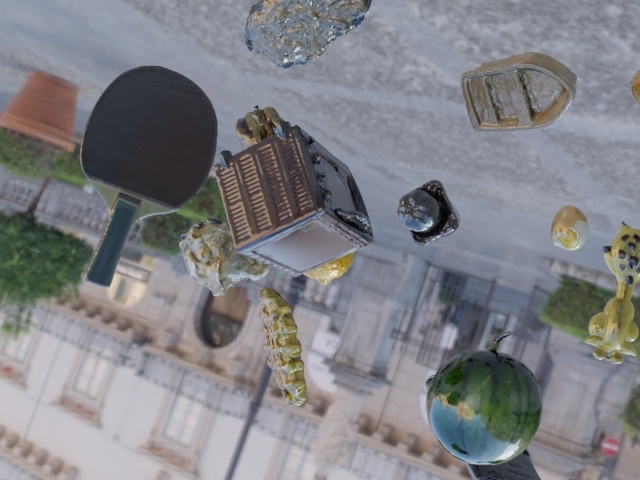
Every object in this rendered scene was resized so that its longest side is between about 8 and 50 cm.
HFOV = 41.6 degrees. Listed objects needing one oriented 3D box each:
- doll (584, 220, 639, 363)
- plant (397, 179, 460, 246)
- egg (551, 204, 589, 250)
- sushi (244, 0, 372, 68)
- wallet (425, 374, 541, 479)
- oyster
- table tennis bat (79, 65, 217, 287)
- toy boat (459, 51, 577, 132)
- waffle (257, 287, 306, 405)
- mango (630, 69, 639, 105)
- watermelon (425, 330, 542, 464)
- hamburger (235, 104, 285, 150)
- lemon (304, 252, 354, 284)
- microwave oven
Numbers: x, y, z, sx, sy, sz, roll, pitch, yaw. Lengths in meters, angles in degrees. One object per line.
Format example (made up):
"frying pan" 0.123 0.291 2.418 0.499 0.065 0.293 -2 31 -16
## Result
"doll" 0.623 0.108 1.734 0.117 0.291 0.086 12 179 15
"plant" 0.314 -0.075 2.393 0.142 0.164 0.256 -28 163 24
"egg" 0.472 -0.024 1.591 0.071 0.083 0.071 2 -170 0
"sushi" -0.017 -0.525 1.847 0.211 0.350 0.170 41 -150 -21
"wallet" 0.335 0.393 1.714 0.173 0.045 0.318 16 -156 -19
"oyster" -0.202 0.037 1.781 0.191 0.163 0.081 4 -176 -11
"table tennis bat" -0.239 -0.082 1.110 0.173 0.301 0.022 21 176 -19
"toy boat" 0.326 -0.239 1.350 0.188 0.061 0.116 1 123 40
"waffle" -0.056 0.153 1.234 0.038 0.191 0.191 -12 -177 -13
"mango" 0.671 -0.279 1.558 0.147 0.109 0.227 17 -173 -15
"watermelon" 0.269 0.259 1.387 0.188 0.214 0.188 6 166 1
"hamburger" -0.153 -0.242 2.191 0.130 0.206 0.183 -13 -129 -17
"lemon" 0.000 0.000 1.781 0.142 0.187 0.142 -9 -172 1
"microwave oven" -0.036 -0.067 1.442 0.188 0.178 0.247 -27 158 17
